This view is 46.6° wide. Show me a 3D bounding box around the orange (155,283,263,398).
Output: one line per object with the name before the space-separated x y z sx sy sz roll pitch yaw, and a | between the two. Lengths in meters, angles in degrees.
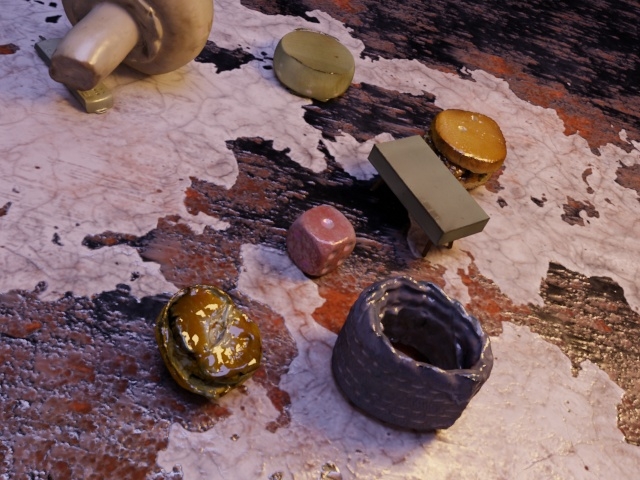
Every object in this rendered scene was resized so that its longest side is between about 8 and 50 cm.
orange | -0.171 0.153 1.101 0.160 0.112 0.169 7 70 -31

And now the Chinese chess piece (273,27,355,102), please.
Chinese chess piece | -0.015 -0.400 1.693 0.188 0.083 0.188 12 43 -11

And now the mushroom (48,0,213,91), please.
mushroom | -0.379 -0.420 1.439 0.314 0.314 0.336 25 61 2

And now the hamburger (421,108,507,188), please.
hamburger | 0.299 -0.188 1.591 0.182 0.118 0.191 27 42 8

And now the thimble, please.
thimble | 0.143 0.176 1.160 0.236 0.172 0.205 43 51 16

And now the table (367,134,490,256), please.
table | 0.196 -0.080 1.455 0.122 0.111 0.240 -15 56 -31

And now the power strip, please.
power strip | -0.498 -0.340 1.482 0.060 0.027 0.252 -25 62 -37

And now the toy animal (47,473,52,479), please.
toy animal | -0.312 0.335 0.924 0.136 0.047 0.065 19 40 -2

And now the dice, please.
dice | 0.000 0.000 1.320 0.093 0.091 0.094 -25 61 -37
